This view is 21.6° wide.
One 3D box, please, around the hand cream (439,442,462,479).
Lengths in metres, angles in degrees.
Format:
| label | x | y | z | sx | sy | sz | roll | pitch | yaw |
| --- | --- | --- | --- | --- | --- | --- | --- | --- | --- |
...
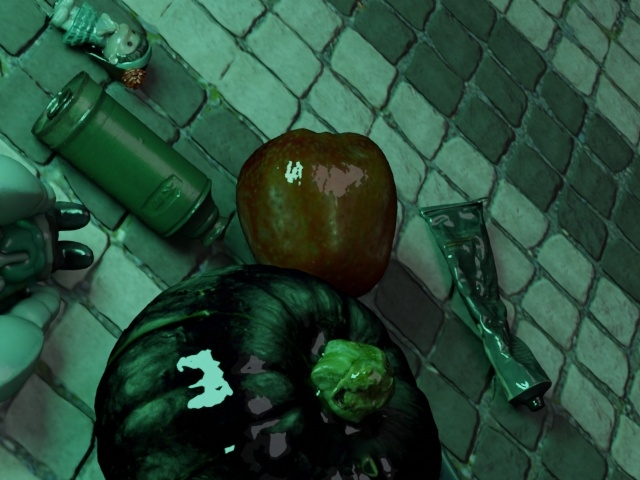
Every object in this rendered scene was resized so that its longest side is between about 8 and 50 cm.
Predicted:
| label | x | y | z | sx | sy | sz | roll | pitch | yaw |
| --- | --- | --- | --- | --- | --- | --- | --- | --- | --- |
| hand cream | 0.122 | 0.257 | 1.577 | 0.083 | 0.048 | 0.224 | -18 | 71 | -47 |

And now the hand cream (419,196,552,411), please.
| label | x | y | z | sx | sy | sz | roll | pitch | yaw |
| --- | --- | --- | --- | --- | --- | --- | --- | --- | --- |
| hand cream | 0.183 | 0.065 | 1.763 | 0.075 | 0.052 | 0.247 | 3 | 61 | -45 |

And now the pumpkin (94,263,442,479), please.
| label | x | y | z | sx | sy | sz | roll | pitch | yaw |
| --- | --- | --- | --- | --- | --- | --- | --- | --- | --- |
| pumpkin | -0.022 | 0.142 | 1.329 | 0.296 | 0.296 | 0.295 | 25 | 47 | -31 |

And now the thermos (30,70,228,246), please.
| label | x | y | z | sx | sy | sz | roll | pitch | yaw |
| --- | --- | --- | --- | --- | --- | --- | --- | --- | --- |
| thermos | -0.165 | -0.063 | 1.500 | 0.188 | 0.083 | 0.073 | 41 | 62 | -18 |

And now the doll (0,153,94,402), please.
| label | x | y | z | sx | sy | sz | roll | pitch | yaw |
| --- | --- | --- | --- | --- | --- | --- | --- | --- | --- |
| doll | -0.261 | 0.003 | 1.280 | 0.258 | 0.153 | 0.195 | -55 | 133 | -45 |

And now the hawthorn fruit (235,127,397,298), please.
| label | x | y | z | sx | sy | sz | roll | pitch | yaw |
| --- | --- | --- | --- | --- | --- | --- | --- | --- | --- |
| hawthorn fruit | 0.000 | 0.000 | 1.564 | 0.163 | 0.163 | 0.203 | 9 | 73 | -41 |

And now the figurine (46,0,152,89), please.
| label | x | y | z | sx | sy | sz | roll | pitch | yaw |
| --- | --- | --- | --- | --- | --- | --- | --- | --- | --- |
| figurine | -0.205 | -0.187 | 1.562 | 0.106 | 0.047 | 0.060 | 33 | 35 | -21 |
